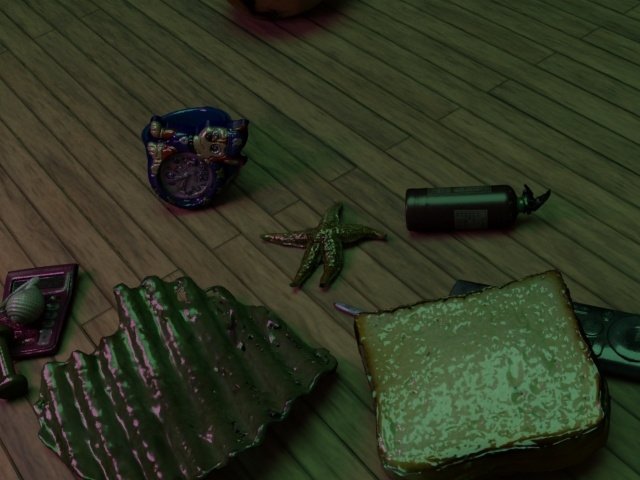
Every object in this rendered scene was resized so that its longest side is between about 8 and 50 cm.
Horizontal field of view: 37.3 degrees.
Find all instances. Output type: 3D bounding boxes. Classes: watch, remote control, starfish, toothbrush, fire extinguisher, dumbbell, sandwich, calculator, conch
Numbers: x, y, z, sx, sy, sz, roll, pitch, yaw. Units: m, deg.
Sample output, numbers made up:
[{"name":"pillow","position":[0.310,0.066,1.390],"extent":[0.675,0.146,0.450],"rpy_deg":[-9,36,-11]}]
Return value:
[{"name":"watch","position":[-0.227,-0.168,1.722],"extent":[0.196,0.171,0.200],"rpy_deg":[0,30,-4]},{"name":"remote control","position":[0.356,0.129,1.319],"extent":[0.377,0.044,0.107],"rpy_deg":[11,52,25]},{"name":"starfish","position":[-0.001,-0.002,1.561],"extent":[0.216,0.050,0.223],"rpy_deg":[-5,36,20]},{"name":"toothbrush","position":[0.097,0.123,1.410],"extent":[0.193,0.019,0.013],"rpy_deg":[18,50,32]},{"name":"fire extinguisher","position":[0.250,-0.059,1.514],"extent":[0.231,0.099,0.071],"rpy_deg":[-2,64,13]},{"name":"dumbbell","position":[-0.483,0.184,1.446],"extent":[0.052,0.046,0.118],"rpy_deg":[-28,57,1]},{"name":"sandwich","position":[0.209,0.185,1.229],"extent":[0.301,0.099,0.271],"rpy_deg":[-14,51,7]},{"name":"calculator","position":[-0.470,0.115,1.550],"extent":[0.126,0.034,0.190],"rpy_deg":[-5,48,7]},{"name":"conch","position":[-0.469,0.101,1.504],"extent":[0.076,0.057,0.085],"rpy_deg":[-14,24,33]}]

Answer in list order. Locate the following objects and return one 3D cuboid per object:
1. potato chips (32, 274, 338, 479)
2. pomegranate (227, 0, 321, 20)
[{"name":"potato chips","position":[-0.195,0.199,1.339],"extent":[0.389,0.097,0.373],"rpy_deg":[23,53,35]},{"name":"pomegranate","position":[-0.096,-0.637,2.109],"extent":[0.322,0.322,0.322],"rpy_deg":[-7,41,6]}]
